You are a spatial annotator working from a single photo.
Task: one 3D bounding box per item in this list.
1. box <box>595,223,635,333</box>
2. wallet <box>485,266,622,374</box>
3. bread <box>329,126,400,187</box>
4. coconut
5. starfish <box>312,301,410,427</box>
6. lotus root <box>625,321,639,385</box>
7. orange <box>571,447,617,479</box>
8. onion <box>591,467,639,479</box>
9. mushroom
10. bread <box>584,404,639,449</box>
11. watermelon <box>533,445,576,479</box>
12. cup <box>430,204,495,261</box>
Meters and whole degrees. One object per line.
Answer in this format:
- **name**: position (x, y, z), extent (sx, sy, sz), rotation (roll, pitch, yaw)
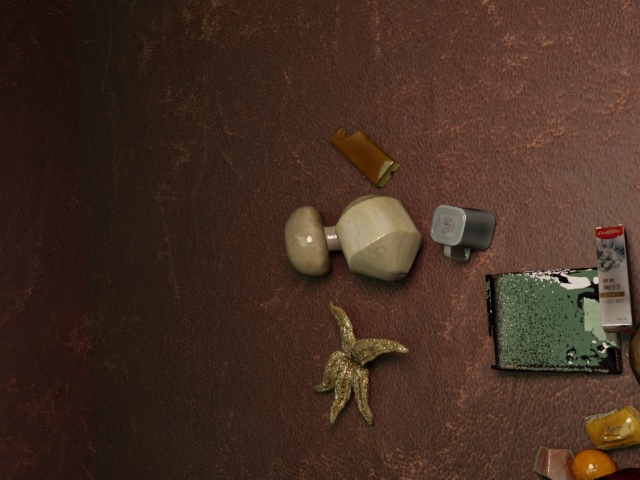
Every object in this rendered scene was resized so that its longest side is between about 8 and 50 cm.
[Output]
- **box**: position (0.572, 0.073, 1.101), extent (0.055, 0.039, 0.218), rotation (-9, 55, 32)
- **wallet**: position (0.485, 0.171, 1.202), extent (0.262, 0.071, 0.220), rotation (-6, 80, 32)
- **bread**: position (0.119, -0.244, 1.563), extent (0.088, 0.049, 0.226), rotation (-54, 55, 21)
- **coconut**: position (0.148, 0.004, 1.414), extent (0.202, 0.202, 0.222), rotation (-43, 55, 27)
- **starfish**: position (0.093, 0.351, 1.490), extent (0.301, 0.084, 0.293), rotation (23, 103, 42)
- **lotus root**: position (0.669, 0.206, 0.980), extent (0.272, 0.192, 0.272), rotation (-3, 85, 32)
- **orange**: position (0.538, 0.452, 1.111), extent (0.084, 0.084, 0.083), rotation (-6, 81, 39)
- **onion**: position (0.557, 0.523, 0.981), extent (0.219, 0.252, 0.252), rotation (-100, 35, -73)
- **mushroom**: position (0.000, 0.000, 1.557), extent (0.204, 0.204, 0.204), rotation (-6, 81, 39)
- **bread**: position (0.579, 0.369, 1.106), extent (0.106, 0.053, 0.072), rotation (-33, 61, 38)
- **watermelon**: position (0.477, 0.466, 1.168), extent (0.092, 0.072, 0.084), rotation (-29, 50, 38)
- **cup**: position (0.327, -0.015, 1.316), extent (0.095, 0.129, 0.128), rotation (19, 100, 46)
